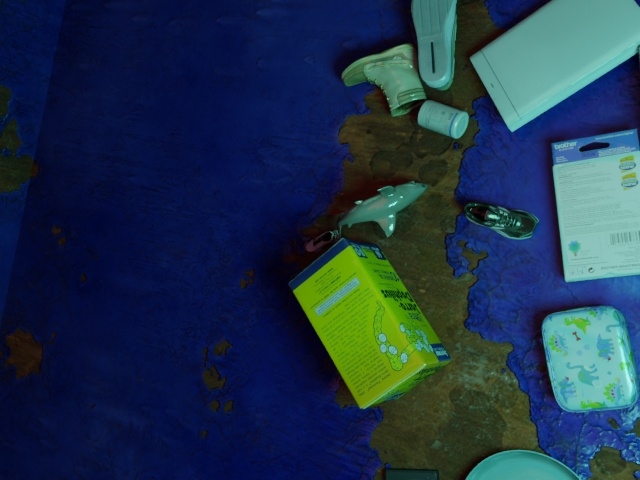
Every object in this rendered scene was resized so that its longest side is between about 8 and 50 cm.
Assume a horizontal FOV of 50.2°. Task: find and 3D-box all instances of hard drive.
[{"bbox_3d":[0.536,-0.434,1.546,0.353,0.047,0.233,-32,56,23],"label":"hard drive"},{"bbox_3d":[0.223,0.603,1.655,0.135,0.022,0.094,-8,81,28],"label":"hard drive"}]

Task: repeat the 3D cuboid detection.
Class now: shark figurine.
[{"bbox_3d":[0.132,-0.054,1.702,0.278,0.166,0.116,-25,83,26],"label":"shark figurine"}]

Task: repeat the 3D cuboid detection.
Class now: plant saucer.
[{"bbox_3d":[0.461,0.622,1.508,0.318,0.044,0.317,-3,83,28],"label":"plant saucer"}]

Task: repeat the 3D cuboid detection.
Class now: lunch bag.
[{"bbox_3d":[0.571,0.250,1.458,0.176,0.090,0.219,-14,78,26],"label":"lunch bag"}]

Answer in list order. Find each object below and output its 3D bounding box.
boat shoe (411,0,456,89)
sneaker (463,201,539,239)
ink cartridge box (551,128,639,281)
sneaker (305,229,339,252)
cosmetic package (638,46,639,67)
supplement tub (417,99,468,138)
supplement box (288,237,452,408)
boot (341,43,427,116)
[{"bbox_3d":[0.284,-0.520,1.696,0.109,0.094,0.302,1,86,20],"label":"boat shoe"},{"bbox_3d":[0.410,-0.048,1.587,0.178,0.077,0.072,13,92,29],"label":"sneaker"},{"bbox_3d":[0.613,-0.073,1.485,0.186,0.065,0.311,-8,83,28],"label":"ink cartridge box"},{"bbox_3d":[0.000,0.000,1.833,0.109,0.044,0.040,-30,73,25],"label":"sneaker"},{"bbox_3d":[0.736,-0.286,1.415,0.127,0.107,0.238,-8,78,26],"label":"cosmetic package"},{"bbox_3d":[0.301,-0.298,1.678,0.107,0.071,0.071,27,98,30],"label":"supplement tub"},{"bbox_3d":[0.120,0.196,1.658,0.195,0.194,0.356,-40,68,20],"label":"supplement box"},{"bbox_3d":[0.162,-0.396,1.765,0.213,0.077,0.165,-16,79,24],"label":"boot"}]
